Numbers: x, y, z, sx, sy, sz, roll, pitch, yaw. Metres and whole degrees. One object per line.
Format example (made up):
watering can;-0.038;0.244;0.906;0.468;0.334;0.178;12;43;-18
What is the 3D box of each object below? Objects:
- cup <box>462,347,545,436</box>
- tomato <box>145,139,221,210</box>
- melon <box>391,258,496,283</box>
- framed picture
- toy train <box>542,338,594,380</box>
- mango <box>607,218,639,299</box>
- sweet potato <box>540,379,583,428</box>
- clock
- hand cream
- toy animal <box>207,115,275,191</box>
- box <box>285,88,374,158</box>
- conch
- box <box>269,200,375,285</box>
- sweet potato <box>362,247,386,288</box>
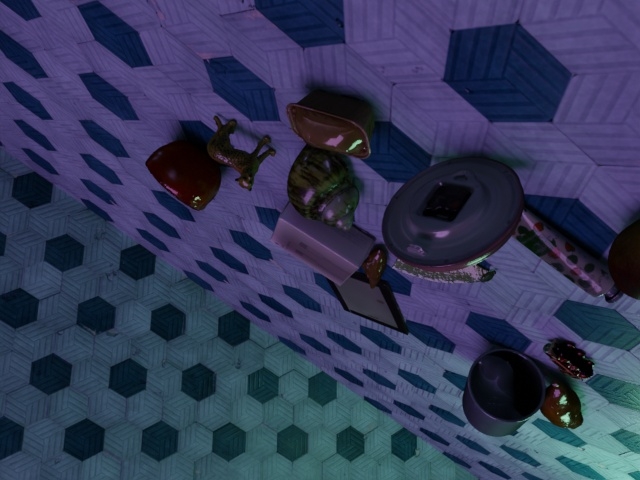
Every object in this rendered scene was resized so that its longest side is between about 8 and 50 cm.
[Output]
cup;0.530;0.463;1.661;0.206;0.205;0.312;24;158;20
tomato;-0.357;-0.193;1.536;0.200;0.140;0.233;45;-170;-13
melon;0.295;0.051;1.340;0.262;0.053;0.113;13;133;31
framed picture;0.143;0.189;1.837;0.265;0.016;0.347;17;153;32
toy train;0.620;0.299;1.400;0.138;0.050;0.087;38;160;-15
mango;0.529;0.017;0.855;0.133;0.111;0.267;38;155;17
sweet potato;0.687;0.473;1.599;0.112;0.112;0.359;15;155;36
clock;0.218;-0.050;0.942;0.245;0.244;0.056;10;147;42
hand cream;0.445;0.020;1.046;0.276;0.059;0.095;36;156;2
toy animal;-0.206;-0.206;1.309;0.182;0.136;0.073;30;158;7
box;0.020;-0.215;1.042;0.177;0.111;0.111;21;155;26
conch;0.010;-0.111;1.247;0.182;0.124;0.187;30;150;-2
box;0.000;0.000;1.520;0.252;0.106;0.203;34;159;-1
sweet potato;0.147;0.074;1.527;0.068;0.059;0.205;-4;145;2
